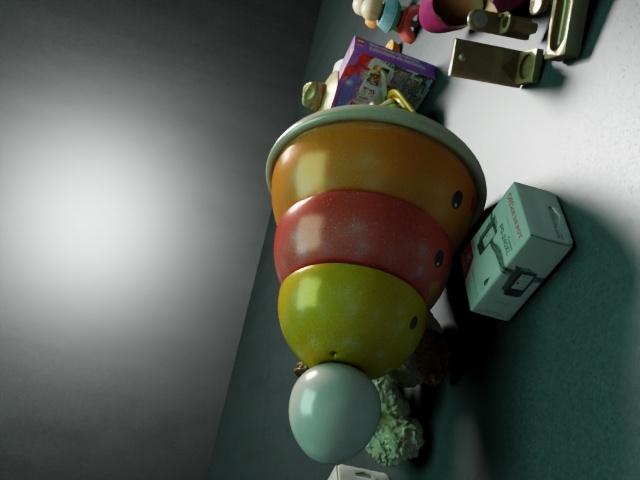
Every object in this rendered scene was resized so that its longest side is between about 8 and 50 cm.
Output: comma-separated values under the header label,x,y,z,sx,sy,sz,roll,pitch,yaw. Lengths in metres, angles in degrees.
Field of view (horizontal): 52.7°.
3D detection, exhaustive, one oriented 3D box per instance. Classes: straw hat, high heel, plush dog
label,x,y,z,sx,sy,sz,roll,pitch,yaw
straw hat,-0.012,-0.337,1.509,0.144,0.061,0.144,-165,90,-77
high heel,0.250,-0.427,1.173,0.181,0.127,0.377,-55,11,-16
plush dog,0.102,0.196,1.063,0.225,0.210,0.262,-45,19,5

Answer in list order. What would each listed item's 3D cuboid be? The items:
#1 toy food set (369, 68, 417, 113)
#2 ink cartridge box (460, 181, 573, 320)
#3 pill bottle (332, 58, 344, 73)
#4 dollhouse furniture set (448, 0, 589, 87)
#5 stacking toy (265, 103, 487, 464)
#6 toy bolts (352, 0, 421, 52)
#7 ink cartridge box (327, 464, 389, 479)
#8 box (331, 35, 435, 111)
label,x,y,z,sx,sy,sz,roll,pitch,yaw
toy food set,0.152,-0.251,1.397,0.128,0.071,0.218,82,163,-54
ink cartridge box,0.252,0.014,0.851,0.109,0.063,0.150,-88,17,-48
pill bottle,0.077,-0.392,1.903,0.153,0.153,0.265,137,147,-67
dollhouse furniture set,0.283,-0.309,0.935,0.151,0.123,0.144,-150,67,-74
stacking toy,0.051,0.081,0.925,0.350,0.350,0.480,125,161,-55
toy bolts,0.160,-0.578,1.758,0.228,0.158,0.218,-138,65,-76
ink cartridge box,0.050,0.453,1.096,0.056,0.099,0.135,-95,24,-59
box,0.117,-0.323,1.535,0.293,0.201,0.057,121,160,-49
